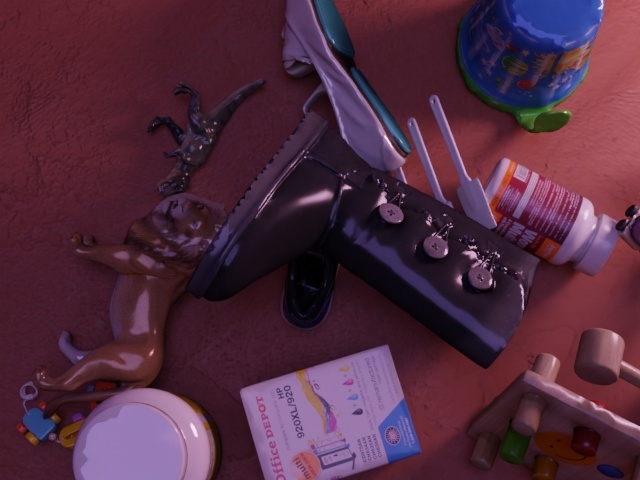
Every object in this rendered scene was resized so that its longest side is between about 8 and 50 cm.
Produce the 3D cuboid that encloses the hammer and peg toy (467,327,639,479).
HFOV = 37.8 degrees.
[{"bbox_3d":[0.385,0.281,1.346,0.265,0.361,0.127,28,59,3],"label":"hammer and peg toy"}]

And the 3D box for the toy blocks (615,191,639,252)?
[{"bbox_3d":[0.690,-0.030,1.412,0.309,0.260,0.289,41,74,-10],"label":"toy blocks"}]

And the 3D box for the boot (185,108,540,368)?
[{"bbox_3d":[0.077,0.053,1.378,0.445,0.146,0.367,36,61,-3],"label":"boot"}]

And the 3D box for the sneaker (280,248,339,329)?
[{"bbox_3d":[0.000,0.000,1.505,0.107,0.124,0.283,7,79,0],"label":"sneaker"}]

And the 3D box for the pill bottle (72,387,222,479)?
[{"bbox_3d":[-0.245,0.306,1.332,0.187,0.334,0.188,0,78,-1],"label":"pill bottle"}]

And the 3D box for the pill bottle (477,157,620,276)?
[{"bbox_3d":[0.366,-0.035,1.522,0.221,0.121,0.121,28,80,4],"label":"pill bottle"}]

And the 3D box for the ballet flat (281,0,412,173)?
[{"bbox_3d":[0.010,-0.277,1.564,0.139,0.139,0.400,-25,77,-6],"label":"ballet flat"}]

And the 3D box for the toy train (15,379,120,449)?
[{"bbox_3d":[-0.396,0.274,1.486,0.166,0.046,0.125,-1,61,5],"label":"toy train"}]

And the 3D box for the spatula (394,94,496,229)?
[{"bbox_3d":[0.179,-0.100,1.535,0.019,0.168,0.242,-9,73,-45],"label":"spatula"}]

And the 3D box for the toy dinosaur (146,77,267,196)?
[{"bbox_3d":[-0.215,-0.196,1.574,0.118,0.064,0.268,35,78,-1],"label":"toy dinosaur"}]

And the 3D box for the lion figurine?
[{"bbox_3d":[-0.290,0.107,1.475,0.240,0.142,0.392,11,83,3],"label":"lion figurine"}]

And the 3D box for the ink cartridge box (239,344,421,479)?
[{"bbox_3d":[0.011,0.276,1.429,0.232,0.168,0.171,-16,81,-4],"label":"ink cartridge box"}]

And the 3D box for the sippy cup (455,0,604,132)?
[{"bbox_3d":[0.354,-0.350,1.532,0.240,0.224,0.305,-40,83,-8],"label":"sippy cup"}]
